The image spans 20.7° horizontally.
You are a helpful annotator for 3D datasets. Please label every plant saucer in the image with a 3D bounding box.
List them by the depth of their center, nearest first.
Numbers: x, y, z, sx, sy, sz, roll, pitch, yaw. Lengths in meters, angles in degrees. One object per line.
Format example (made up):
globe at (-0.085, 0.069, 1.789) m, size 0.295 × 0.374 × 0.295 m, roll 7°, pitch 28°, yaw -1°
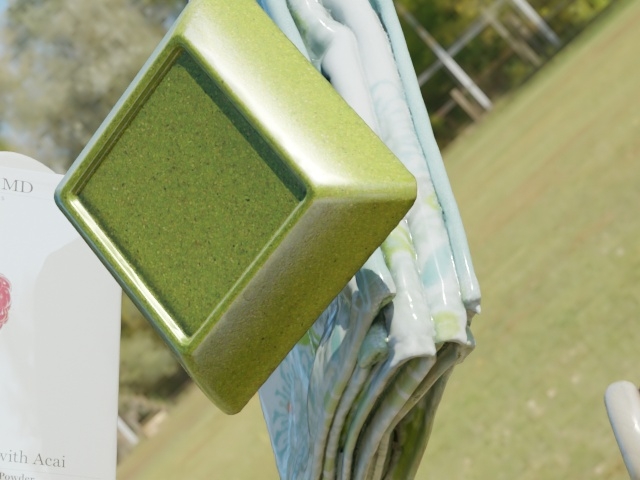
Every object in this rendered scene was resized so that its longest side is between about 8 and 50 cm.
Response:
plant saucer at (-0.065, -0.026, 0.994) m, size 0.188 × 0.188 × 0.045 m, roll -51°, pitch -23°, yaw 24°

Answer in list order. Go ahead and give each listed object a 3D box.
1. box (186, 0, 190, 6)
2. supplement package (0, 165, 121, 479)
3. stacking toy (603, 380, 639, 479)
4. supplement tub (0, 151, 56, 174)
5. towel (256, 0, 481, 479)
box at (-0.114, -0.334, 1.966) m, size 0.029 × 0.162 × 0.116 m, roll -3°, pitch 0°, yaw 28°
supplement package at (-0.260, 0.106, 1.368) m, size 0.175 × 0.177 × 0.293 m, roll 130°, pitch 143°, yaw -57°
stacking toy at (0.433, 0.145, 1.596) m, size 0.330 × 0.141 × 0.141 m, roll -21°, pitch 3°, yaw 8°
supplement tub at (-0.361, 0.051, 1.684) m, size 0.272 × 0.191 × 0.191 m, roll -32°, pitch 5°, yaw 31°
towel at (0.000, 0.000, 1.206) m, size 0.090 × 0.374 × 0.320 m, roll -4°, pitch -36°, yaw -14°
